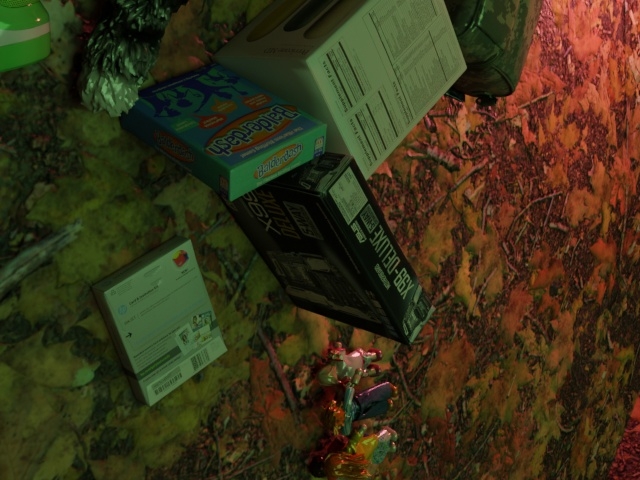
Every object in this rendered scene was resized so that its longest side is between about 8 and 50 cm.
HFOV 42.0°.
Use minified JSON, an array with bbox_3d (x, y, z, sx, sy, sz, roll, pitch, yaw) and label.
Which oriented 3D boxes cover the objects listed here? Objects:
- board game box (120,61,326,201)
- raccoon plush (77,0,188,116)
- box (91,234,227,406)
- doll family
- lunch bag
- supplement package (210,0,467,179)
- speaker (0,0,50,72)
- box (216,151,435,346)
[{"bbox_3d":[-0.122,-0.142,1.037,0.160,0.210,0.047,-32,142,-37],"label":"board game box"},{"bbox_3d":[-0.223,-0.381,0.873,0.299,0.216,0.447,25,82,-44],"label":"raccoon plush"},{"bbox_3d":[-0.214,0.109,1.133,0.145,0.038,0.186,-35,124,-35],"label":"box"},{"bbox_3d":[0.059,0.307,1.402,0.163,0.118,0.263,-9,107,-44],"label":"doll family"},{"bbox_3d":[0.261,-0.400,1.358,0.256,0.212,0.305,22,85,-45],"label":"lunch bag"},{"bbox_3d":[0.032,-0.250,1.173,0.263,0.199,0.198,-48,130,-25],"label":"supplement package"},{"bbox_3d":[-0.339,-0.305,0.759,0.131,0.131,0.297,-28,120,-38],"label":"speaker"},{"bbox_3d":[0.000,0.000,1.176,0.076,0.242,0.307,-51,132,-23],"label":"box"}]
